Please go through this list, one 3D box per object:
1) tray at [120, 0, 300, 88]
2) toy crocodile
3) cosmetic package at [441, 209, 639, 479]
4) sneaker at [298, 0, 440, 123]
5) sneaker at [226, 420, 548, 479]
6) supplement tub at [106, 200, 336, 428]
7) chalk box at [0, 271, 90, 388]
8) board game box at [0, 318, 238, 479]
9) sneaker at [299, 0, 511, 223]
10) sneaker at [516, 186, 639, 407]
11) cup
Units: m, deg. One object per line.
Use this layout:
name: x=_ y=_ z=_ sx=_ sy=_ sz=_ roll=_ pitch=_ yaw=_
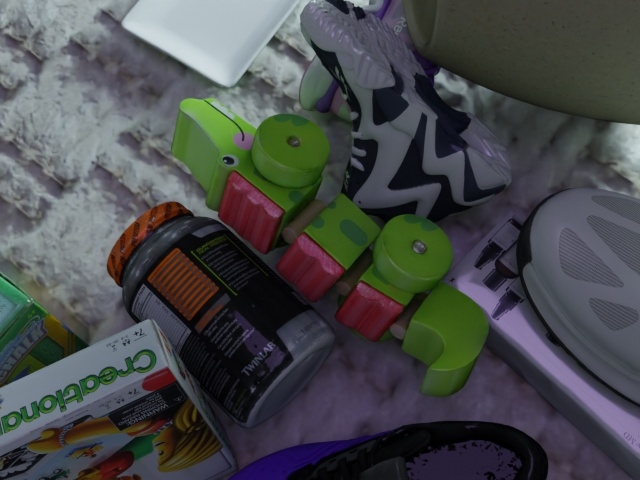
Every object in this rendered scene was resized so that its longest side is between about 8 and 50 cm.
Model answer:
tray: x=-0.075 y=-0.287 z=0.935 sx=0.145 sy=0.030 sz=0.270 roll=32 pitch=75 yaw=14
toy crocodile: x=0.000 y=0.000 z=0.752 sx=0.340 sy=0.115 sz=0.105 roll=40 pitch=51 yaw=8
cosmetic package: x=0.221 y=0.090 z=0.762 sx=0.239 sy=0.060 sz=0.099 roll=42 pitch=78 yaw=16
sneaker: x=0.083 y=-0.200 z=0.867 sx=0.104 sy=0.095 sz=0.236 roll=35 pitch=80 yaw=8
sneaker: x=0.038 y=0.193 z=0.689 sx=0.293 sy=0.146 sz=0.102 roll=-13 pitch=69 yaw=-2
supplement tub: x=-0.090 y=0.059 z=0.762 sx=0.190 sy=0.117 sz=0.117 roll=43 pitch=77 yaw=17
chalk box: x=-0.301 y=0.080 z=0.714 sx=0.132 sy=0.213 sz=0.132 roll=34 pitch=75 yaw=14
board game box: x=-0.232 y=0.189 z=0.680 sx=0.305 sy=0.193 sz=0.053 roll=-25 pitch=53 yaw=-5
sneaker: x=0.040 y=-0.092 z=0.786 sx=0.235 sy=0.153 sz=0.094 roll=37 pitch=33 yaw=-20
sneaker: x=0.350 y=0.059 z=0.596 sx=0.447 sy=0.257 sz=0.169 roll=37 pitch=69 yaw=19
cup: x=0.195 y=-0.249 z=0.733 sx=0.237 sy=0.331 sz=0.331 roll=-6 pitch=69 yaw=-5
